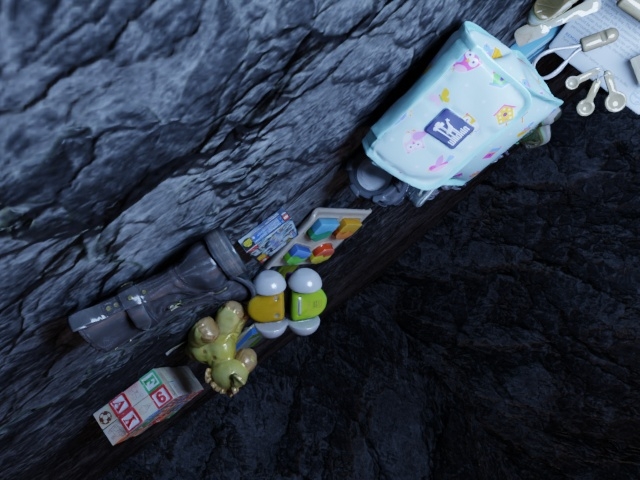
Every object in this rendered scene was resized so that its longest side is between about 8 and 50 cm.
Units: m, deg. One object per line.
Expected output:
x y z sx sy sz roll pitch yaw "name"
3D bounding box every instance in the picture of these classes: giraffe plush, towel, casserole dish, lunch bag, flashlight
-0.219 0.263 1.177 0.210 0.170 0.181 -38 170 -5 "giraffe plush"
-0.037 0.031 1.238 0.237 0.021 0.102 -45 167 31 "towel"
0.411 -0.374 1.037 0.188 0.037 0.114 -37 169 -7 "casserole dish"
0.208 -0.194 0.782 0.262 0.160 0.223 -7 152 -50 "lunch bag"
0.122 -0.109 0.995 0.103 0.103 0.304 -14 175 11 "flashlight"

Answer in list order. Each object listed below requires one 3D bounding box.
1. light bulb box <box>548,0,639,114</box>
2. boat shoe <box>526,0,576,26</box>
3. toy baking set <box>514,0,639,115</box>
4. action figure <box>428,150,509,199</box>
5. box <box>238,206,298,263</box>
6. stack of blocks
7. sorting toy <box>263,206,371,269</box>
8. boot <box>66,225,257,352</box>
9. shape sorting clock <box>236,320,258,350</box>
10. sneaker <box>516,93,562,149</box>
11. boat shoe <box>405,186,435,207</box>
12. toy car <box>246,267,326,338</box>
0.690 -0.472 0.967 0.358 0.225 0.361 -28 158 -45 "light bulb box"
0.394 -0.402 0.849 0.135 0.050 0.045 -35 180 -10 "boat shoe"
0.478 -0.331 0.884 0.197 0.256 0.030 -52 -178 26 "toy baking set"
0.450 -0.221 1.640 0.285 0.099 0.185 -38 177 16 "action figure"
-0.088 -0.005 0.902 0.094 0.027 0.137 -37 169 -4 "box"
-0.427 0.413 1.321 0.171 0.087 0.297 -38 169 -6 "stack of blocks"
0.000 0.000 1.107 0.208 0.038 0.193 -7 148 -51 "sorting toy"
-0.216 0.082 0.731 0.229 0.091 0.263 -32 164 -11 "boot"
-0.233 0.314 1.687 0.206 0.040 0.206 -35 165 -11 "shape sorting clock"
0.548 -0.332 1.466 0.182 0.158 0.410 -28 167 13 "sneaker"
0.312 -0.208 1.159 0.335 0.119 0.121 -43 169 18 "boat shoe"
-0.080 0.129 1.180 0.182 0.159 0.136 -3 -155 -10 "toy car"
